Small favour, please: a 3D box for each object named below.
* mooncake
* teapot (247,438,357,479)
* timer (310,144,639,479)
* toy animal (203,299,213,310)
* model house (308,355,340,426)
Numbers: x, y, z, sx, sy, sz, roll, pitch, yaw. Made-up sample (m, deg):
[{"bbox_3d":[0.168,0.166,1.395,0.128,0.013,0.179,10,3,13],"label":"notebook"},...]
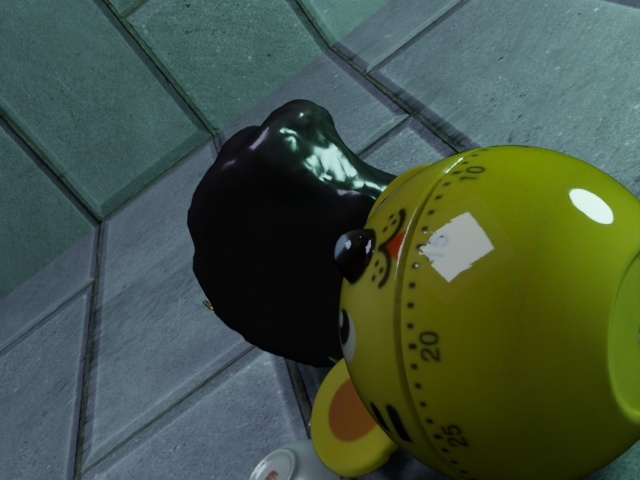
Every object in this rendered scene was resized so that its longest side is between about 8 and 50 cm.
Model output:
[{"bbox_3d":[0.000,0.000,1.269,0.350,0.381,0.212,-43,14,22],"label":"mooncake"},{"bbox_3d":[-0.028,0.319,1.080,0.159,0.116,0.245,-22,32,10],"label":"teapot"},{"bbox_3d":[0.152,0.076,0.927,0.387,0.376,0.376,0,44,45],"label":"timer"},{"bbox_3d":[-0.122,0.109,1.616,0.255,0.114,0.116,-15,75,51],"label":"toy animal"},{"bbox_3d":[0.056,0.224,1.131,0.088,0.117,0.167,-58,27,-4],"label":"model house"}]
